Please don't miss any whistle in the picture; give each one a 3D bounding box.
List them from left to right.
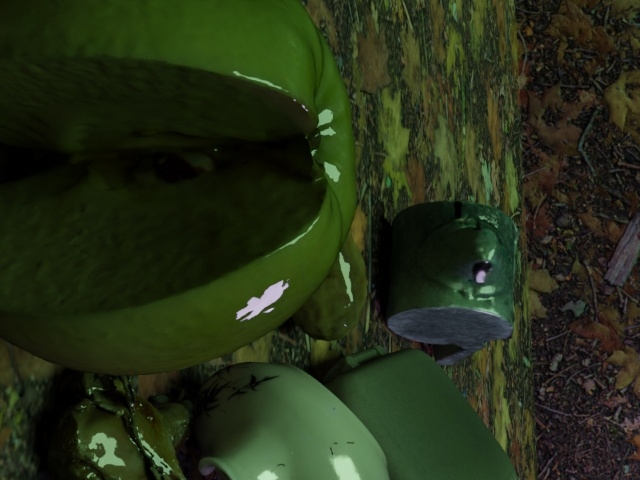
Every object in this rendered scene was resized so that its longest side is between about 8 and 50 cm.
[{"bbox_3d":[0.218,0.076,1.738,0.405,0.188,0.168,48,43,-61],"label":"whistle"}]

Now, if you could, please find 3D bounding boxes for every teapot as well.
[{"bbox_3d":[-0.033,0.218,1.039,0.166,0.208,0.300,-53,160,-31],"label":"teapot"}]

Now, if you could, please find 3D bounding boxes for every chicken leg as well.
[{"bbox_3d":[-0.142,0.158,0.891,0.196,0.080,0.125,47,32,-62],"label":"chicken leg"}]

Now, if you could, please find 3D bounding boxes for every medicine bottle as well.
[{"bbox_3d":[0.112,0.262,1.382,0.282,0.123,0.375,54,17,11],"label":"medicine bottle"}]

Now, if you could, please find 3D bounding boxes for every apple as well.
[{"bbox_3d":[-0.112,-0.056,0.741,0.292,0.254,0.292,-3,90,-75],"label":"apple"}]

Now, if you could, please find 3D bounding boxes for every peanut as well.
[{"bbox_3d":[0.000,0.000,1.280,0.103,0.098,0.229,-161,-116,-66],"label":"peanut"}]
